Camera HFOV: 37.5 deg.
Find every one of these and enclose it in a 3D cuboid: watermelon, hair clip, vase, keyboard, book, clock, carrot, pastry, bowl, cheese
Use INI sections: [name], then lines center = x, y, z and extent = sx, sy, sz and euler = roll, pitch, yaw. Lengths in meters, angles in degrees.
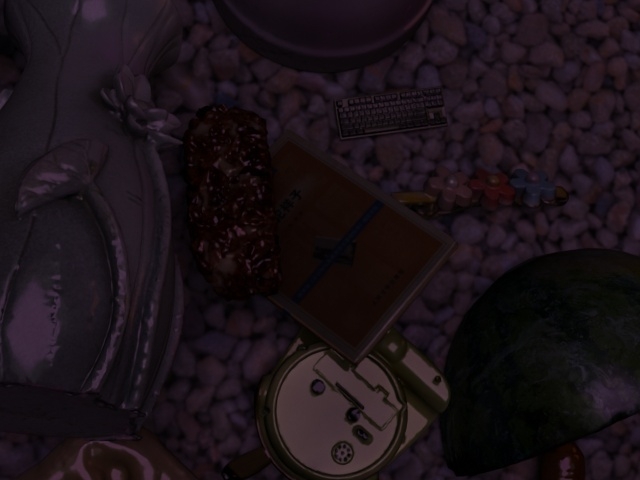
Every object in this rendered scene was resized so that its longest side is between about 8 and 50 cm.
[watermelon]
center = 0.257, 0.134, 0.989
extent = 0.305, 0.180, 0.224
euler = -27, 38, -8
[hair clip]
center = 0.180, -0.055, 1.059
extent = 0.214, 0.056, 0.062
euler = -9, 46, -8
[vase]
center = -0.242, -0.046, 0.891
extent = 0.250, 0.250, 0.445
euler = 5, 63, -6
[keyboard]
center = 0.082, -0.147, 1.086
extent = 0.129, 0.015, 0.049
euler = -8, 79, -9
[book]
center = 0.000, 0.000, 0.999
extent = 0.242, 0.018, 0.170
euler = 35, 75, 24
[clock]
center = 0.010, 0.186, 0.976
extent = 0.170, 0.069, 0.232
euler = 41, 76, 4
[carrot]
center = 0.250, 0.317, 0.993
extent = 0.048, 0.048, 0.216
euler = 6, 82, -5
[pastry]
center = -0.089, -0.036, 0.958
extent = 0.097, 0.115, 0.208
euler = -12, 65, 7
[bowl]
center = 0.009, -0.349, 1.058
extent = 0.287, 0.144, 0.287
euler = 2, 76, -6
[cheese]
center = -0.204, 0.281, 0.906
extent = 0.235, 0.117, 0.218
euler = 14, 74, -7
